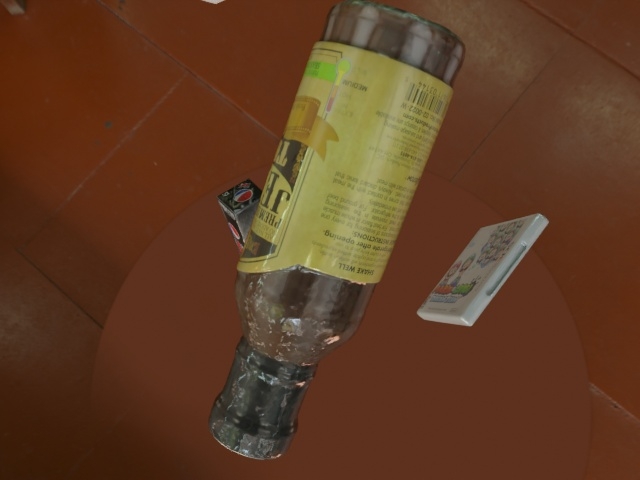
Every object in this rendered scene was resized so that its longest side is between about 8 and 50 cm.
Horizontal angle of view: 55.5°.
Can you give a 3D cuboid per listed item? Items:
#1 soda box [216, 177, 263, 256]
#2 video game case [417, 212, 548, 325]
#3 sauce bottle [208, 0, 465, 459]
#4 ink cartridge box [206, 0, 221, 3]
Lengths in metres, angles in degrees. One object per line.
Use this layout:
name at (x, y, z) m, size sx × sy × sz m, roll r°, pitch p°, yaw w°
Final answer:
soda box at (-0.099, -0.008, 0.925) m, size 0.060 × 0.168 × 0.053 m, roll -32°, pitch 49°, yaw -17°
video game case at (0.181, 0.035, 0.706) m, size 0.019 × 0.157 × 0.143 m, roll 39°, pitch 81°, yaw -3°
sauce bottle at (0.000, 0.000, 0.466) m, size 0.112 × 0.111 × 0.344 m, roll 21°, pitch 97°, yaw 6°
ink cartridge box at (-0.117, -0.367, 0.752) m, size 0.143 × 0.090 × 0.092 m, roll -5°, pitch 93°, yaw 38°
